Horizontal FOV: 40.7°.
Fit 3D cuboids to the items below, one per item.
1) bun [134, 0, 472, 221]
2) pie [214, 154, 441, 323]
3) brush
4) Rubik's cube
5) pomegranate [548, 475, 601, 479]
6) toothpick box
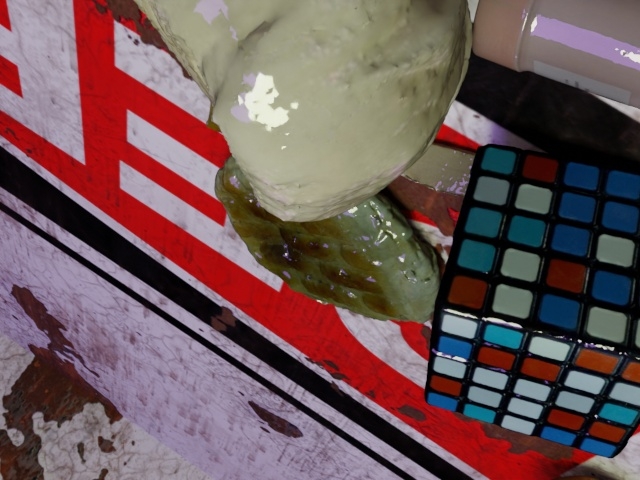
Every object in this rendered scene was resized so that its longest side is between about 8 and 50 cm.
[{"bbox_3d":[-0.023,-0.195,0.607,0.365,0.219,0.365,61,177,5],"label":"bun"},{"bbox_3d":[0.000,0.000,1.026,0.306,0.071,0.306,27,149,18],"label":"pie"},{"bbox_3d":[0.030,-0.102,0.872,0.337,0.020,0.085,21,112,22],"label":"brush"},{"bbox_3d":[0.201,0.053,0.747,0.184,0.182,0.187,12,146,14],"label":"Rubik's cube"},{"bbox_3d":[0.341,0.403,1.136,0.196,0.196,0.196,26,149,17],"label":"pomegranate"},{"bbox_3d":[0.190,-0.148,0.585,0.149,0.098,0.098,25,148,19],"label":"toothpick box"}]
